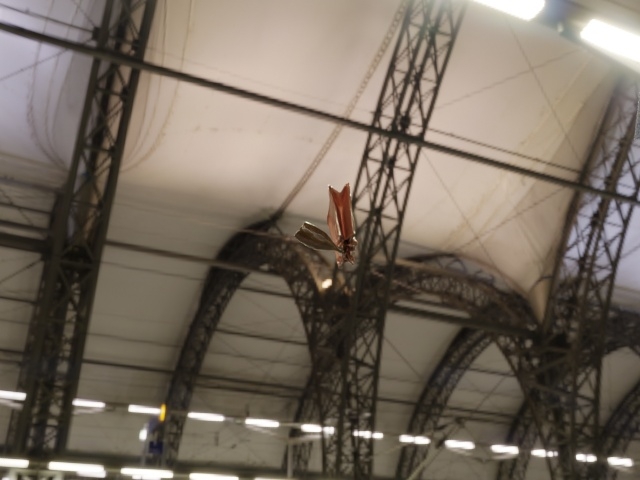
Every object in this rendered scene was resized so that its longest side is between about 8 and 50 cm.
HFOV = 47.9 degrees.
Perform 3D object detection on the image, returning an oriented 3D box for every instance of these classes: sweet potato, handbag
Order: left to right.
[{"bbox_3d":[0.000,0.000,1.610,0.117,0.049,0.049,26,-32,-3],"label":"sweet potato"},{"bbox_3d":[0.053,-0.033,1.780,0.059,0.157,0.212,-7,-22,-2],"label":"handbag"}]

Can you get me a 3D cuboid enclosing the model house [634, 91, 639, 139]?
[{"bbox_3d":[0.615,-0.229,1.281,0.088,0.117,0.167,8,14,32],"label":"model house"}]
